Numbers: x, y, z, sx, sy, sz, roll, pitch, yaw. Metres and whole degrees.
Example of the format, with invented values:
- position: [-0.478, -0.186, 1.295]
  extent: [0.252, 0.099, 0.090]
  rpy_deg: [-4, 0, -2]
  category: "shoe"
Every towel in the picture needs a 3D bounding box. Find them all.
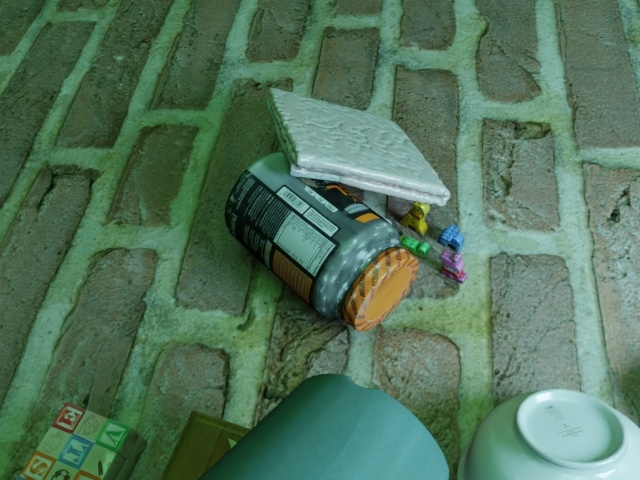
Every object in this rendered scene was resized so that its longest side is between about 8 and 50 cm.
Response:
- position: [0.063, -0.188, 1.210]
  extent: [0.317, 0.053, 0.331]
  rpy_deg: [10, 32, -20]
  category: "towel"

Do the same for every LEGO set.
- position: [0.200, -0.023, 1.186]
  extent: [0.227, 0.093, 0.087]
  rpy_deg: [29, 63, 23]
  category: "LEGO set"

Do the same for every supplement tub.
- position: [0.000, 0.000, 1.121]
  extent: [0.207, 0.207, 0.338]
  rpy_deg: [-40, 62, -20]
  category: "supplement tub"

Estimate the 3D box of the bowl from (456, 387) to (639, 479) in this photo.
- position: [0.343, 0.304, 0.853]
  extent: [0.298, 0.134, 0.298]
  rpy_deg: [-4, 29, 2]
  category: "bowl"

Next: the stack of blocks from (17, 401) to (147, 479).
- position: [-0.389, 0.423, 0.939]
  extent: [0.171, 0.087, 0.297]
  rpy_deg: [15, 58, 15]
  category: "stack of blocks"

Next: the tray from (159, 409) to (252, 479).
- position: [-0.180, 0.478, 0.892]
  extent: [0.203, 0.076, 0.410]
  rpy_deg: [14, 57, 14]
  category: "tray"

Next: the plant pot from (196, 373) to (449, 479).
- position: [-0.022, 0.365, 0.748]
  extent: [0.341, 0.341, 0.334]
  rpy_deg: [28, 45, 22]
  category: "plant pot"
